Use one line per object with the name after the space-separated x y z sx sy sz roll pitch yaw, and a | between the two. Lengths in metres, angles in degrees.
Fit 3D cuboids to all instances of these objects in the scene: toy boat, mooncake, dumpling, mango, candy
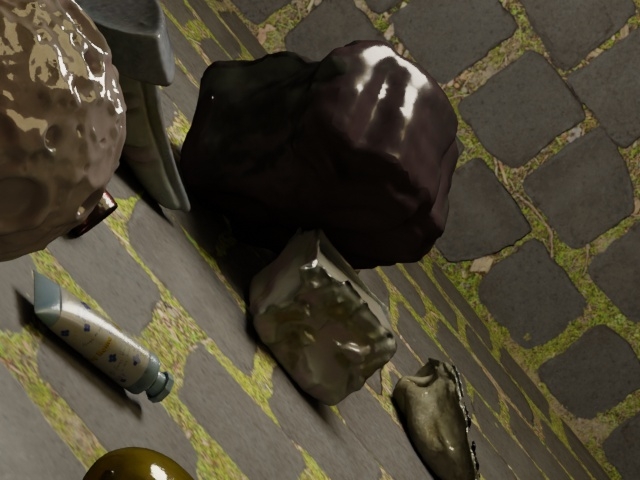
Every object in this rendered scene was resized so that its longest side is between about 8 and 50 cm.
-0.255 -0.210 2.035 0.276 0.111 0.293 53 -28 31 | toy boat
0.010 -0.104 2.257 0.350 0.381 0.212 31 60 -29 | mooncake
0.169 0.267 2.447 0.332 0.086 0.166 -114 -165 -54 | dumpling
-0.120 0.230 1.277 0.195 0.092 0.130 49 8 -44 | mango
-0.002 0.093 2.139 0.185 0.137 0.195 49 9 -17 | candy

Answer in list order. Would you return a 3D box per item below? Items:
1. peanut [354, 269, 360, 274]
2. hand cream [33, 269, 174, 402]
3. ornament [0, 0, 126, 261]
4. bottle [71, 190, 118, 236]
0.000 0.000 2.534 0.137 0.122 0.253 59 3 -19 | peanut
-0.203 0.093 1.518 0.170 0.043 0.065 43 17 -32 | hand cream
-0.280 -0.111 1.360 0.259 0.225 0.259 50 9 -11 | ornament
-0.285 -0.083 1.728 0.164 0.060 0.060 52 10 0 | bottle
